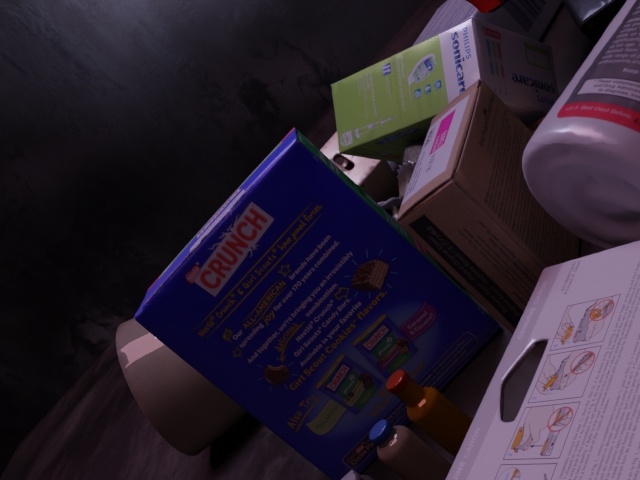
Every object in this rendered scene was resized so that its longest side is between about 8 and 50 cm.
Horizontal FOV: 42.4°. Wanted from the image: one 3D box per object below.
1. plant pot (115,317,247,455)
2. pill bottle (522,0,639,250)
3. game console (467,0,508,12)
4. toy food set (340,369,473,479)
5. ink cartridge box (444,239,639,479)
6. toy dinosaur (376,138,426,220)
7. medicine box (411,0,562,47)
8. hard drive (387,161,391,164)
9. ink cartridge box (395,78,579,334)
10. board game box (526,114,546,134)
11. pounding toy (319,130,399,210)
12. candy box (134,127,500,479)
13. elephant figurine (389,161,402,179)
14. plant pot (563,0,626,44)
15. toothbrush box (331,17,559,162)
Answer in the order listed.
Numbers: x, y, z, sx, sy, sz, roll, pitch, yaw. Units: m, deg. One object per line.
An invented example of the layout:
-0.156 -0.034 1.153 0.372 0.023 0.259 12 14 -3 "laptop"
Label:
-0.155 0.180 1.385 0.274 0.257 0.256 -31 15 6 "plant pot"
0.347 -0.152 0.795 0.319 0.176 0.176 -53 14 -17 "pill bottle"
0.379 -0.537 1.280 0.342 0.060 0.387 -38 19 43 "game console"
0.043 0.243 0.791 0.232 0.104 0.111 -46 13 11 "toy food set"
0.237 0.112 0.632 0.261 0.066 0.296 -29 23 55 "ink cartridge box"
0.174 -0.093 1.215 0.121 0.160 0.314 -40 16 30 "toy dinosaur"
0.321 -0.420 1.707 0.289 0.149 0.263 -29 23 56 "medicine box"
0.180 -0.192 1.781 0.094 0.022 0.135 -38 17 36 "hard drive"
0.198 -0.043 0.924 0.088 0.193 0.235 -38 16 37 "ink cartridge box"
0.340 -0.135 1.061 0.243 0.042 0.165 -31 21 52 "board game box"
0.065 -0.120 1.650 0.181 0.206 0.094 36 82 33 "pounding toy"
-0.004 0.076 0.952 0.268 0.317 0.122 -47 13 6 "candy box"
0.153 -0.214 1.568 0.169 0.186 0.239 -14 1 -42 "elephant figurine"
0.426 -0.327 1.070 0.188 0.187 0.167 -35 31 44 "plant pot"
0.188 -0.214 1.267 0.283 0.206 0.122 -15 78 46 "toothbrush box"
